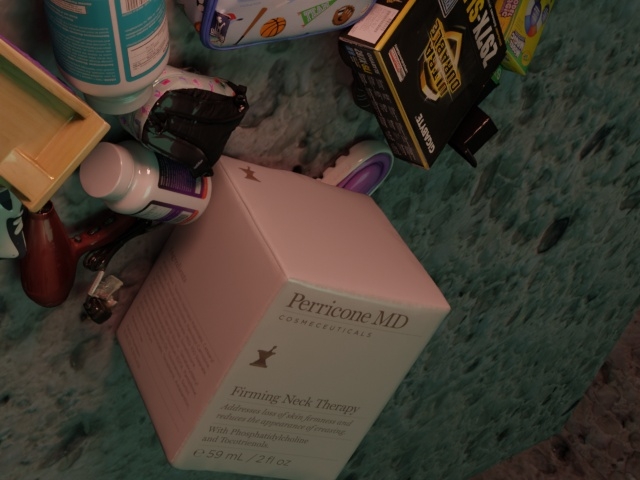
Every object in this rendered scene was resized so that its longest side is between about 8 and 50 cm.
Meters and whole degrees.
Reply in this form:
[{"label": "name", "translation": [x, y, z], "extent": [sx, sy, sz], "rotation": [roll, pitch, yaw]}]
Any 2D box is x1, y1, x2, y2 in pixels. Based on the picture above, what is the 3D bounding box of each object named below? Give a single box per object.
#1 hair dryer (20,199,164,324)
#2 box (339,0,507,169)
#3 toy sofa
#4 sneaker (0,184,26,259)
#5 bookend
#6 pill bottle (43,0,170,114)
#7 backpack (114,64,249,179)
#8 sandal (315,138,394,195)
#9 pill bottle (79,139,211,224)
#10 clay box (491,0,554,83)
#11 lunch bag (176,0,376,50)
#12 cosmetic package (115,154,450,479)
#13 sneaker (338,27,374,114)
[{"label": "hair dryer", "translation": [-0.359, 0.000, 1.942], "extent": [0.223, 0.080, 0.293], "rotation": [-61, 156, -1]}, {"label": "box", "translation": [0.167, -0.300, 2.000], "extent": [0.257, 0.079, 0.322], "rotation": [-57, 149, -17]}, {"label": "toy sofa", "translation": [-0.420, -0.187, 1.491], "extent": [0.150, 0.177, 0.362], "rotation": [-49, 151, 0]}, {"label": "sneaker", "translation": [-0.421, -0.049, 1.748], "extent": [0.235, 0.094, 0.153], "rotation": [-44, 153, 1]}, {"label": "bookend", "translation": [0.266, -0.241, 2.305], "extent": [0.157, 0.156, 0.072], "rotation": [-46, 151, 1]}, {"label": "pill bottle", "translation": [-0.261, -0.277, 1.595], "extent": [0.146, 0.146, 0.264], "rotation": [-31, 149, -23]}, {"label": "backpack", "translation": [-0.204, -0.177, 1.834], "extent": [0.182, 0.115, 0.152], "rotation": [9, 110, -55]}, {"label": "sandal", "translation": [-0.008, -0.002, 2.325], "extent": [0.416, 0.102, 0.169], "rotation": [-52, 150, 15]}, {"label": "pill bottle", "translation": [-0.255, -0.086, 1.893], "extent": [0.108, 0.108, 0.193], "rotation": [-52, 150, 15]}, {"label": "clay box", "translation": [0.343, -0.384, 2.239], "extent": [0.127, 0.053, 0.222], "rotation": [30, 79, -60]}, {"label": "lunch bag", "translation": [-0.042, -0.375, 1.726], "extent": [0.303, 0.115, 0.243], "rotation": [-17, 153, -30]}, {"label": "cosmetic package", "translation": [-0.074, 0.133, 2.109], "extent": [0.329, 0.327, 0.393], "rotation": [13, 120, -35]}, {"label": "sneaker", "translation": [0.105, -0.257, 2.134], "extent": [0.101, 0.106, 0.267], "rotation": [-45, 153, -2]}]
